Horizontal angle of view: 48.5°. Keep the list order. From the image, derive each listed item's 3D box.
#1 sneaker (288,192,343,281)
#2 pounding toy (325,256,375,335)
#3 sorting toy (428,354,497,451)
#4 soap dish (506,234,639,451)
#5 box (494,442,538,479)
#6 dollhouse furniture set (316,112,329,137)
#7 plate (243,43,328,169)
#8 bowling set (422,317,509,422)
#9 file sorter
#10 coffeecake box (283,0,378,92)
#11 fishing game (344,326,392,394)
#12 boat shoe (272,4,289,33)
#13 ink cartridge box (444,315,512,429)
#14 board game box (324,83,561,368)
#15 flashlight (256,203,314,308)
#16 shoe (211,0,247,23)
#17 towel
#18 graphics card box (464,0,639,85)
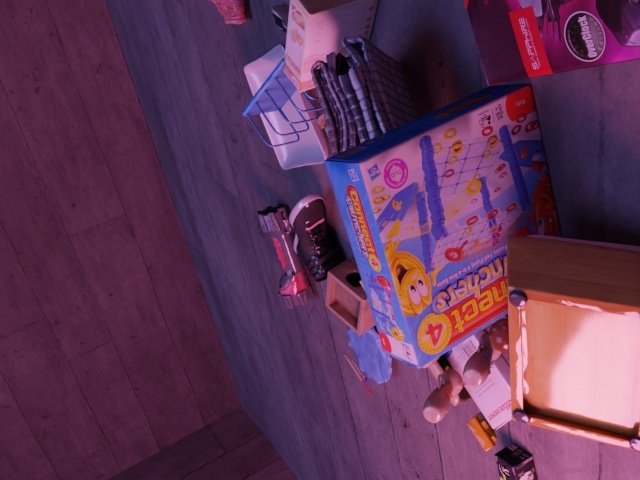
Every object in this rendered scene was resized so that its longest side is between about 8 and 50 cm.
[{"bbox_3d":[0.000,0.000,1.790,0.147,0.104,0.296,53,162,23],"label":"sneaker"},{"bbox_3d":[0.117,0.133,1.680,0.206,0.094,0.181,39,143,32],"label":"pounding toy"},{"bbox_3d":[0.266,0.265,1.418,0.307,0.041,0.229,57,-167,19],"label":"sorting toy"},{"bbox_3d":[0.359,0.142,0.952,0.229,0.118,0.291,9,126,29],"label":"soap dish"},{"bbox_3d":[0.395,0.465,1.432,0.062,0.052,0.083,22,132,61],"label":"box"},{"bbox_3d":[0.082,-0.190,1.333,0.161,0.101,0.182,115,134,-66],"label":"dollhouse furniture set"},{"bbox_3d":[-0.076,-0.311,1.690,0.277,0.045,0.278,3,116,65],"label":"plate"},{"bbox_3d":[0.251,0.156,1.175,0.200,0.154,0.287,-4,108,30],"label":"bowling set"},{"bbox_3d":[-0.059,-0.289,1.489,0.170,0.118,0.104,-42,76,40],"label":"file sorter"},{"bbox_3d":[0.016,-0.369,1.268,0.068,0.142,0.185,56,157,23],"label":"coffeecake box"},{"bbox_3d":[0.134,0.287,1.875,0.189,0.041,0.264,53,148,27],"label":"fishing game"},{"bbox_3d":[-0.068,-0.457,1.504,0.125,0.046,0.038,50,155,40],"label":"boat shoe"},{"bbox_3d":[0.315,0.224,1.304,0.203,0.086,0.148,57,157,20],"label":"ink cartridge box"},{"bbox_3d":[0.191,-0.027,1.007,0.086,0.308,0.302,16,129,59],"label":"board game box"},{"bbox_3d":[-0.109,0.047,2.095,0.103,0.103,0.304,23,136,64],"label":"flashlight"},{"bbox_3d":[-0.238,-0.579,1.745,0.178,0.063,0.081,31,136,49],"label":"shoe"},{"bbox_3d":[0.088,-0.166,1.147,0.235,0.121,0.283,-10,-100,-69],"label":"towel"},{"bbox_3d":[0.291,-0.306,0.759,0.371,0.094,0.233,12,124,63],"label":"graphics card box"}]
